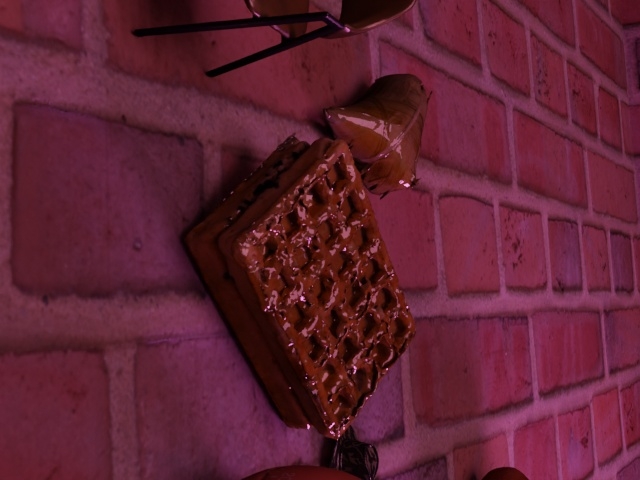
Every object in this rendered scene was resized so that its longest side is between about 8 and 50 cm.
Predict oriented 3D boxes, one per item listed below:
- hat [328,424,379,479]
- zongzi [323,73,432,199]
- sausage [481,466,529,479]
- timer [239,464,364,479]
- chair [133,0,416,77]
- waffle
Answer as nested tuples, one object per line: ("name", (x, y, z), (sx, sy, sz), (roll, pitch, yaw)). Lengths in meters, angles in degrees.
("hat", (0.047, 0.295, 1.313), (0.121, 0.050, 0.121), (12, 76, -63))
("zongzi", (0.075, -0.186, 1.419), (0.197, 0.099, 0.194), (45, 46, -40))
("sausage", (0.279, 0.480, 1.647), (0.259, 0.113, 0.113), (-41, 120, -59))
("timer", (-0.019, 0.343, 1.005), (0.229, 0.215, 0.229), (20, 67, -59))
("chair", (-0.044, -0.281, 1.047), (0.172, 0.247, 0.158), (23, 64, -57))
("waffle", (-0.007, 0.056, 1.163), (0.213, 0.091, 0.308), (-48, 129, -34))
